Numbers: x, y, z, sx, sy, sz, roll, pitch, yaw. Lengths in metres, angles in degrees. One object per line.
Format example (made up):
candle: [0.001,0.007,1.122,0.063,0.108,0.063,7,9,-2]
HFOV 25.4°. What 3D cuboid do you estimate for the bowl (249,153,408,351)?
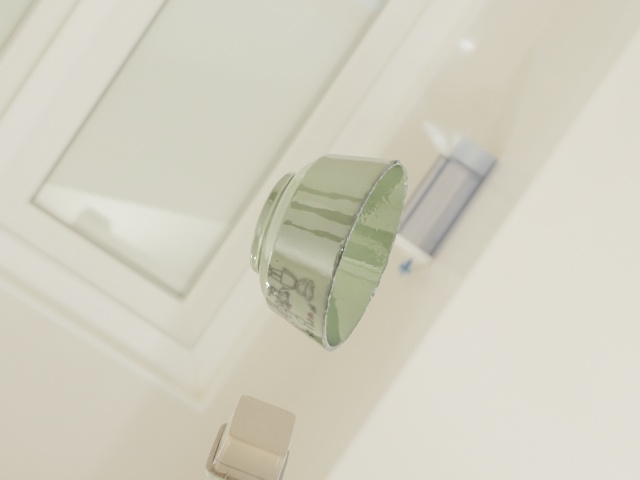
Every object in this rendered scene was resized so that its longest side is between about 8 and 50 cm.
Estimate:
bowl: [0.000,0.000,1.463,0.112,0.211,0.211,19,179,14]

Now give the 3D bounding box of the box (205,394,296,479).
box: [-0.075,0.234,1.632,0.089,0.062,0.122,22,-159,-2]
